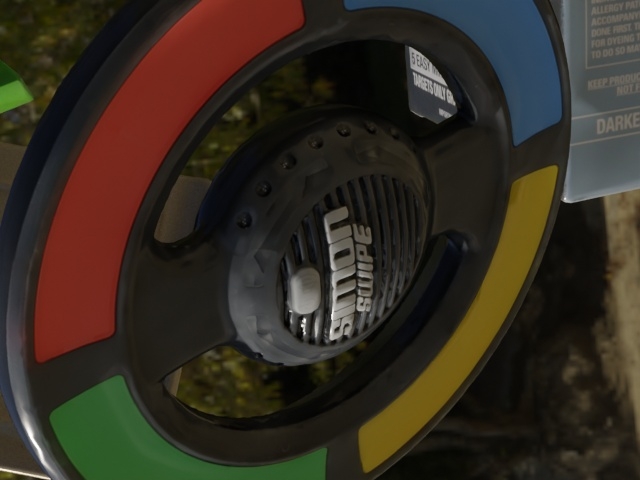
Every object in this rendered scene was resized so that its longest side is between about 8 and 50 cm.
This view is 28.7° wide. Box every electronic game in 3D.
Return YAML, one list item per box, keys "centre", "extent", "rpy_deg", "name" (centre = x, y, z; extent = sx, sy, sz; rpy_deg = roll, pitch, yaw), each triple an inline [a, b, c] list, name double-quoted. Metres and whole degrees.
- centre: [0.000, 0.000, 0.412]
  extent: [0.229, 0.048, 0.229]
  rpy_deg: [-23, -51, -31]
  name: "electronic game"

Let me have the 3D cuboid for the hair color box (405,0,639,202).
- centre: [0.112, -0.227, 0.572]
  extent: [0.185, 0.113, 0.374]
  rpy_deg: [-136, 38, -63]
  name: "hair color box"

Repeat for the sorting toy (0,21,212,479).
- centre: [-0.166, 0.040, 0.703]
  extent: [0.047, 0.196, 0.348]
  rpy_deg: [79, -159, -73]
  name: "sorting toy"
